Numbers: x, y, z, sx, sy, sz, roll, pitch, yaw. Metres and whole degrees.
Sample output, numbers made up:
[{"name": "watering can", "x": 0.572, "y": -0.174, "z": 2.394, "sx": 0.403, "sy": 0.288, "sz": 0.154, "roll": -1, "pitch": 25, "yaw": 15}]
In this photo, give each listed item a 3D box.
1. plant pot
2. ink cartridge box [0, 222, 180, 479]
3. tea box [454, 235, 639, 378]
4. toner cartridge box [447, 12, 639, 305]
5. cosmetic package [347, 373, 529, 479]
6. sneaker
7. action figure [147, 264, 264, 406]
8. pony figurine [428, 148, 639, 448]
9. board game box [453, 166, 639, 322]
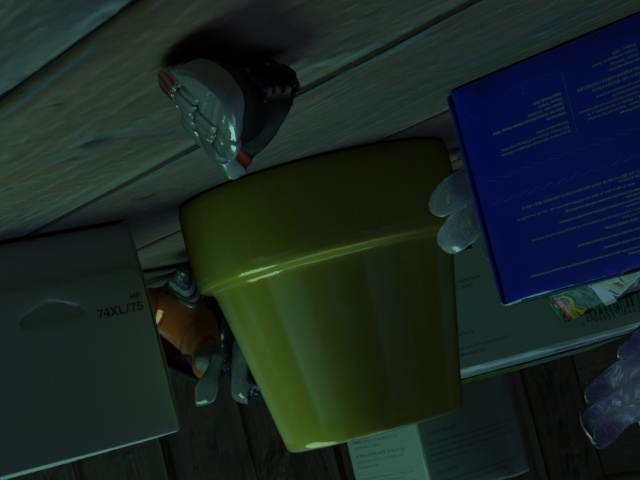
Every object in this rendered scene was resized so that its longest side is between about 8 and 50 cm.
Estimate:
[{"name": "plant pot", "x": 0.022, "y": 0.056, "z": 1.339, "sx": 0.254, "sy": 0.239, "sz": 0.254, "roll": -15, "pitch": 175, "yaw": -1}, {"name": "ink cartridge box", "x": -0.291, "y": 0.118, "z": 1.368, "sx": 0.198, "sy": 0.197, "sz": 0.270, "roll": -11, "pitch": 174, "yaw": -33}, {"name": "tea box", "x": 0.181, "y": 0.051, "z": 1.760, "sx": 0.329, "sy": 0.220, "sz": 0.323, "roll": -14, "pitch": 172, "yaw": -7}, {"name": "toner cartridge box", "x": 0.251, "y": -0.074, "z": 0.981, "sx": 0.075, "sy": 0.165, "sz": 0.348, "roll": -11, "pitch": 174, "yaw": -45}, {"name": "cosmetic package", "x": 0.137, "y": 0.175, "z": 2.125, "sx": 0.217, "sy": 0.385, "sz": 0.156, "roll": -6, "pitch": 170, "yaw": -43}, {"name": "sneaker", "x": -0.044, "y": -0.081, "z": 0.805, "sx": 0.065, "sy": 0.061, "sz": 0.158, "roll": -41, "pitch": 178, "yaw": -6}, {"name": "action figure", "x": -0.112, "y": 0.109, "z": 1.822, "sx": 0.341, "sy": 0.178, "sz": 0.330, "roll": 20, "pitch": -171, "yaw": 12}, {"name": "pony figurine", "x": 0.319, "y": -0.021, "z": 1.200, "sx": 0.351, "sy": 0.302, "sz": 0.363, "roll": -39, "pitch": -161, "yaw": -15}, {"name": "board game box", "x": 0.249, "y": -0.015, "z": 1.477, "sx": 0.136, "sy": 0.030, "sz": 0.259, "roll": -23, "pitch": 136, "yaw": 22}]
